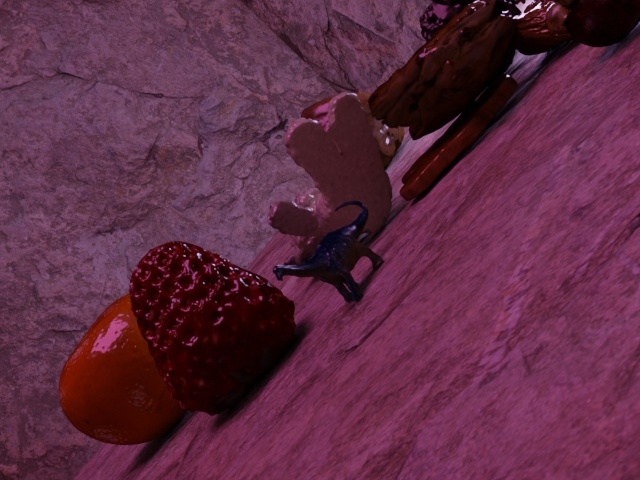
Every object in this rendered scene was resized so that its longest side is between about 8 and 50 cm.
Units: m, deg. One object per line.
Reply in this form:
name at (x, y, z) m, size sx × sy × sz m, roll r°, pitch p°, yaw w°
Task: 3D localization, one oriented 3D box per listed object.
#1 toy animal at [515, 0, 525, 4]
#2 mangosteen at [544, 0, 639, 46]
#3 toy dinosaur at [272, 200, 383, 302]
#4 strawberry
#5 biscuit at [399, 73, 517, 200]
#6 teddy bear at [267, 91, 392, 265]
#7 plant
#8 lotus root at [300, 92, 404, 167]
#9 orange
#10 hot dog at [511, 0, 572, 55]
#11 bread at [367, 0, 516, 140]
toy animal at (0.533, -0.698, 2.127) m, size 0.225 × 0.284 × 0.302 m, roll -36°, pitch 12°, yaw 50°
mangosteen at (0.443, -0.401, 1.420) m, size 0.156 × 0.181 × 0.146 m, roll -62°, pitch 15°, yaw -8°
toy dinosaur at (0.039, 0.032, 1.643) m, size 0.076 × 0.147 × 0.363 m, roll -39°, pitch 3°, yaw 37°
strawberry at (-0.244, 0.157, 1.786) m, size 0.317 × 0.345 × 0.295 m, roll -43°, pitch 7°, yaw 30°
biscuit at (0.294, -0.218, 1.860) m, size 0.334 × 0.047 × 0.202 m, roll -48°, pitch 7°, yaw 16°
teddy bear at (-0.009, -0.112, 2.034) m, size 0.327 × 0.375 × 0.362 m, roll -37°, pitch 16°, yaw -28°
plant at (0.356, -0.525, 2.080) m, size 0.213 × 0.215 × 0.312 m, roll -38°, pitch -31°, yaw -7°
lotus root at (0.131, -0.307, 2.681) m, size 0.250 × 0.316 × 0.316 m, roll -17°, pitch 26°, yaw 39°
orange at (-0.473, 0.335, 2.262) m, size 0.424 × 0.326 × 0.424 m, roll -48°, pitch 10°, yaw 12°
hot dog at (0.488, -0.470, 1.795) m, size 0.196 × 0.122 × 0.272 m, roll -50°, pitch 5°, yaw 1°
bread at (0.273, -0.356, 1.862) m, size 0.277 × 0.167 × 0.324 m, roll -46°, pitch 6°, yaw -31°
